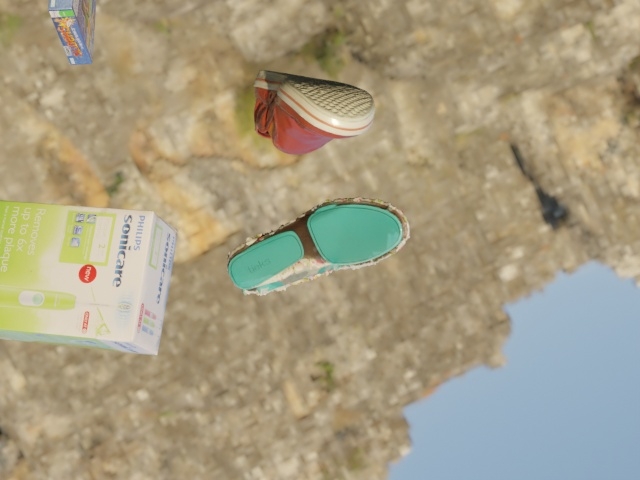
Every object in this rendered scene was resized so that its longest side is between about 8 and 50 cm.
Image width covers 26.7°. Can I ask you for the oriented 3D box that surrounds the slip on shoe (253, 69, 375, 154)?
[{"bbox_3d":[-0.016,-0.156,1.726,0.123,0.101,0.331,6,-172,-19],"label":"slip on shoe"}]

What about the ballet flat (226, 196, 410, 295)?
[{"bbox_3d":[0.000,0.000,1.573,0.241,0.091,0.077,-15,-175,25],"label":"ballet flat"}]

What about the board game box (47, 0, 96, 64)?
[{"bbox_3d":[-0.353,-0.374,1.943,0.035,0.201,0.136,-3,152,3],"label":"board game box"}]

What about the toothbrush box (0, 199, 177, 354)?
[{"bbox_3d":[-0.386,0.057,2.104,0.283,0.206,0.122,5,167,14],"label":"toothbrush box"}]
